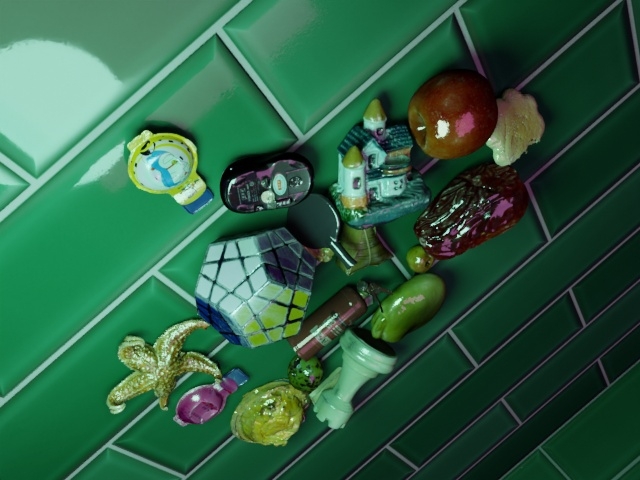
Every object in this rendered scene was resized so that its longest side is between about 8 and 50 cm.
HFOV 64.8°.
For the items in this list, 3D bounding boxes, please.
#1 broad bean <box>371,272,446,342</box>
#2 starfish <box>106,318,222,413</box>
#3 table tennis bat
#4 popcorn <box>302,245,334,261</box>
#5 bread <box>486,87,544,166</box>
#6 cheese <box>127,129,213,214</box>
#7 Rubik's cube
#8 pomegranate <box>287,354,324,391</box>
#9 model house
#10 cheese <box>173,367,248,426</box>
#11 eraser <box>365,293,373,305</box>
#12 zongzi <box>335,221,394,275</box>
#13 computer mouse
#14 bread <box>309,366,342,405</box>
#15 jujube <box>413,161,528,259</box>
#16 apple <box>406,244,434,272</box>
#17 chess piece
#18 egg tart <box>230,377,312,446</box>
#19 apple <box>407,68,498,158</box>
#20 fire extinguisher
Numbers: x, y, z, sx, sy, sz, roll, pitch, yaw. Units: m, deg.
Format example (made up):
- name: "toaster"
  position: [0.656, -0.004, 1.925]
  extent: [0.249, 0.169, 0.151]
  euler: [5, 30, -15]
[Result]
- name: "broad bean"
  position: [0.285, 0.217, 1.629]
  extent: [0.291, 0.119, 0.238]
  euler: [-45, 143, 11]
- name: "starfish"
  position: [-0.417, 0.357, 1.375]
  extent: [0.304, 0.113, 0.311]
  euler: [2, 115, -28]
- name: "table tennis bat"
  position: [0.007, -0.021, 1.311]
  extent: [0.150, 0.236, 0.027]
  euler: [-44, 175, 30]
- name: "popcorn"
  position: [-0.001, -0.001, 1.385]
  extent: [0.097, 0.089, 0.109]
  euler: [-8, 116, 23]
- name: "bread"
  position: [0.549, -0.333, 1.433]
  extent: [0.251, 0.039, 0.181]
  euler: [-38, 109, -27]
- name: "cheese"
  position: [-0.329, -0.149, 1.137]
  extent: [0.157, 0.064, 0.250]
  euler: [-38, 141, 0]
- name: "Rubik's cube"
  position: [-0.159, 0.112, 1.253]
  extent: [0.264, 0.319, 0.318]
  euler: [-48, 134, -30]
- name: "pomegranate"
  position: [-0.037, 0.417, 1.610]
  extent: [0.161, 0.122, 0.122]
  euler: [-2, 125, -60]
- name: "model house"
  position: [0.145, -0.208, 1.279]
  extent: [0.253, 0.184, 0.291]
  euler: [-14, 120, -14]
- name: "cheese"
  position: [-0.330, 0.470, 1.515]
  extent: [0.244, 0.062, 0.155]
  euler: [-38, 129, -3]
- name: "eraser"
  position: [0.128, 0.201, 1.611]
  extent: [0.083, 0.019, 0.038]
  euler: [-23, 125, -13]
- name: "zongzi"
  position: [0.151, -0.014, 1.447]
  extent: [0.205, 0.094, 0.204]
  euler: [-8, 122, -27]
- name: "computer mouse"
  position: [-0.131, -0.145, 1.221]
  extent: [0.234, 0.096, 0.137]
  euler: [-11, 118, -16]
- name: "bread"
  position: [0.028, 0.498, 1.711]
  extent: [0.154, 0.028, 0.068]
  euler: [-39, 130, -25]
- name: "jujube"
  position: [0.440, -0.077, 1.494]
  extent: [0.342, 0.216, 0.216]
  euler: [-36, 129, 4]
- name: "apple"
  position: [0.314, 0.057, 1.585]
  extent: [0.090, 0.074, 0.089]
  euler: [-14, 124, -22]
- name: "chess piece"
  position: [0.097, 0.447, 1.621]
  extent: [0.195, 0.194, 0.299]
  euler: [24, 99, -36]
- name: "egg tart"
  position: [-0.144, 0.580, 1.649]
  extent: [0.291, 0.107, 0.290]
  euler: [-13, 124, -19]
- name: "apple"
  position: [0.335, -0.318, 1.279]
  extent: [0.202, 0.218, 0.218]
  euler: [-20, 126, -7]
- name: "fire extinguisher"
  position: [0.063, 0.235, 1.518]
  extent: [0.337, 0.147, 0.106]
  euler: [-39, 141, 1]
